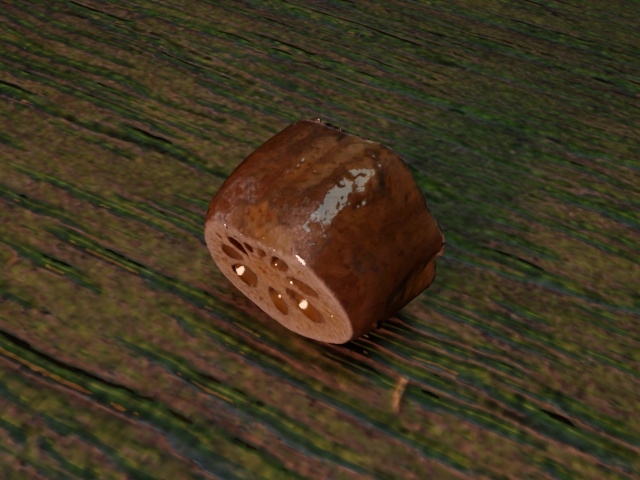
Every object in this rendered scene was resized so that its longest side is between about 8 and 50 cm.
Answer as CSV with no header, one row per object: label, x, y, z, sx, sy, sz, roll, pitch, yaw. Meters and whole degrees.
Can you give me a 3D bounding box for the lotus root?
lotus root,0.001,0.002,0.388,0.122,0.112,0.081,22,57,31
